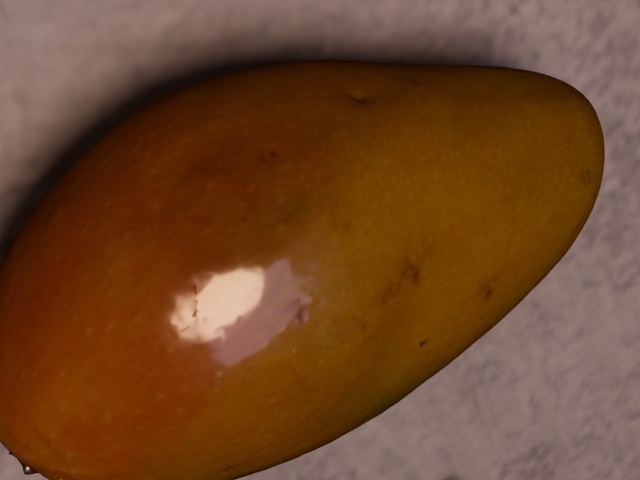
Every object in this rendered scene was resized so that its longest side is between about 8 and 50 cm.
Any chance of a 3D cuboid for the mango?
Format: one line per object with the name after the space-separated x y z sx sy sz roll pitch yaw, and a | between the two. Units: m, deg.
0.000 0.000 0.454 0.253 0.113 0.138 -25 127 -23 | mango
